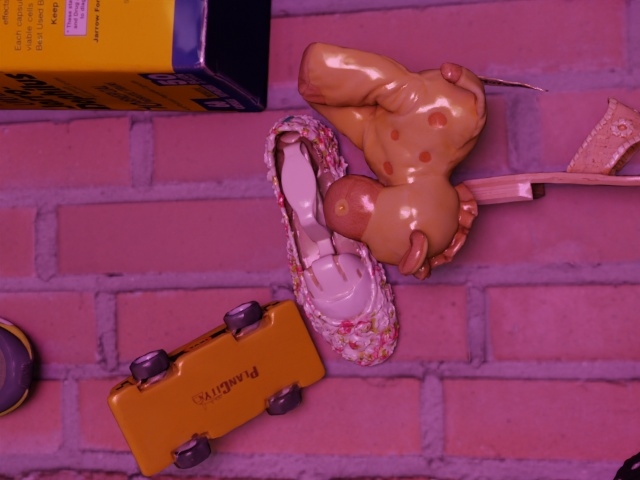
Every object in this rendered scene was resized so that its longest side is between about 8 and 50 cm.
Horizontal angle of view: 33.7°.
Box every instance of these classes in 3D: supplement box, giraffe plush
[{"bbox_3d":[-0.238,-0.225,0.941,0.356,0.194,0.195,2,87,13],"label":"supplement box"},{"bbox_3d":[0.069,-0.058,0.875,0.210,0.181,0.170,15,95,34],"label":"giraffe plush"}]

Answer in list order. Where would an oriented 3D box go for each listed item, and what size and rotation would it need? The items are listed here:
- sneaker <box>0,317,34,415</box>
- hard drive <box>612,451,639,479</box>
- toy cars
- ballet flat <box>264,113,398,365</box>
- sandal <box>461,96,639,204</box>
[{"bbox_3d":[-0.416,0.113,0.997,0.300,0.121,0.111,5,88,12],"label":"sneaker"},{"bbox_3d":[0.289,0.169,0.709,0.237,0.339,0.064,-37,80,23],"label":"hard drive"},{"bbox_3d":[-0.137,0.221,0.929,0.176,0.087,0.394,25,81,-21],"label":"toy cars"},{"bbox_3d":[0.000,0.000,0.938,0.091,0.077,0.241,-22,83,11],"label":"ballet flat"},{"bbox_3d":[0.235,-0.080,0.887,0.240,0.088,0.079,-6,92,17],"label":"sandal"}]
